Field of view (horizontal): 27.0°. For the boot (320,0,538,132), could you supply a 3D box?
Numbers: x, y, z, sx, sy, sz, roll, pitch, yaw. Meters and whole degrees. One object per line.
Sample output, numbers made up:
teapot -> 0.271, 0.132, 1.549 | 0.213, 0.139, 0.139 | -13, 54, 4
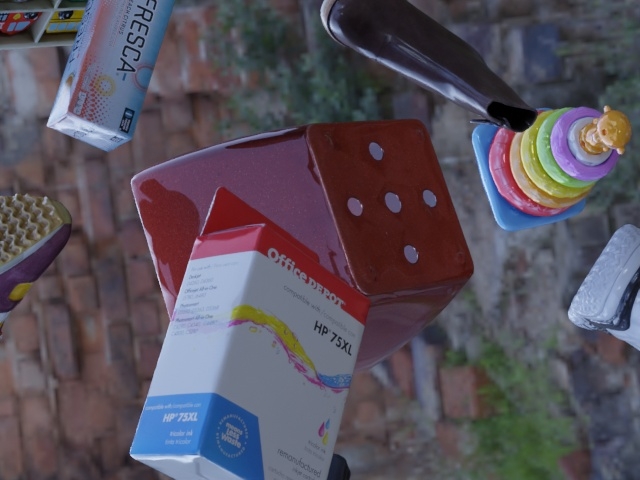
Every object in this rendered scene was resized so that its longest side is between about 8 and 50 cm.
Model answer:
boot -> 0.135, -0.219, 1.589 | 0.207, 0.248, 0.090 | 41, 107, 36

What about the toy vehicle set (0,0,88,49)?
toy vehicle set -> -0.278, -0.246, 1.234 | 0.035, 0.267, 0.166 | 56, 131, 20

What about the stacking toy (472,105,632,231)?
stacking toy -> 0.357, -0.131, 1.886 | 0.302, 0.166, 0.175 | 149, 105, -70

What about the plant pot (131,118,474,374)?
plant pot -> 0.000, 0.000, 1.412 | 0.236, 0.267, 0.267 | -29, 75, 45

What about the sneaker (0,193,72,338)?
sneaker -> -0.228, 0.046, 0.849 | 0.069, 0.185, 0.084 | 50, 173, 44

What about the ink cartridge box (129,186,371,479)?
ink cartridge box -> -0.043, 0.081, 1.019 | 0.134, 0.078, 0.231 | 36, -122, -38

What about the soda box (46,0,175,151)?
soda box -> -0.171, -0.173, 1.134 | 0.058, 0.063, 0.183 | -15, 56, 60

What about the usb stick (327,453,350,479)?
usb stick -> -0.018, 0.369, 1.635 | 0.278, 0.077, 0.045 | -75, -8, -51

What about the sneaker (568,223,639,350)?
sneaker -> 0.402, 0.087, 1.515 | 0.137, 0.210, 0.366 | -58, -11, 4
